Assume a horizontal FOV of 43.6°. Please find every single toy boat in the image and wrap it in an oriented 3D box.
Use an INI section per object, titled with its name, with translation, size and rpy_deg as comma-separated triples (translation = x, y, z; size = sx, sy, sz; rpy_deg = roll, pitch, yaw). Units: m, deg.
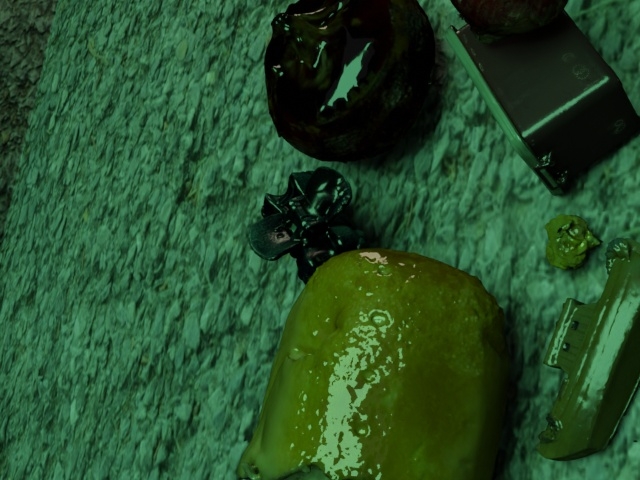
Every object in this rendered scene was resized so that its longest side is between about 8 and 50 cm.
[toy boat]
translation = 0.374, 0.152, 1.097
size = 0.121, 0.089, 0.321
rpy_deg = 25, 93, 49

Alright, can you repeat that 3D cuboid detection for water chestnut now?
[water chestnut]
translation = 0.028, -0.307, 1.408
size = 0.350, 0.302, 0.350
rpy_deg = -15, 63, 32

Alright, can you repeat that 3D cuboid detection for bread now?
[bread]
translation = 0.087, 0.208, 1.144
size = 0.361, 0.250, 0.394
rpy_deg = 13, 82, 9

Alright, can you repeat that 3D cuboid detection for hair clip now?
[hair clip]
translation = -0.001, -0.001, 1.378
size = 0.194, 0.206, 0.310
rpy_deg = -38, 51, 1

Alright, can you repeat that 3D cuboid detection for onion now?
[onion]
translation = 0.255, -0.348, 1.121
size = 0.147, 0.184, 0.184
rpy_deg = 105, 147, -46

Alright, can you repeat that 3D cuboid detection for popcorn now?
[popcorn]
translation = 0.374, 0.000, 1.176
size = 0.084, 0.084, 0.084
rpy_deg = -15, 66, 36

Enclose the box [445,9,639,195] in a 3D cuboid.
[box]
translation = 0.335, -0.237, 1.202
size = 0.167, 0.193, 0.294
rpy_deg = -36, 54, 20
